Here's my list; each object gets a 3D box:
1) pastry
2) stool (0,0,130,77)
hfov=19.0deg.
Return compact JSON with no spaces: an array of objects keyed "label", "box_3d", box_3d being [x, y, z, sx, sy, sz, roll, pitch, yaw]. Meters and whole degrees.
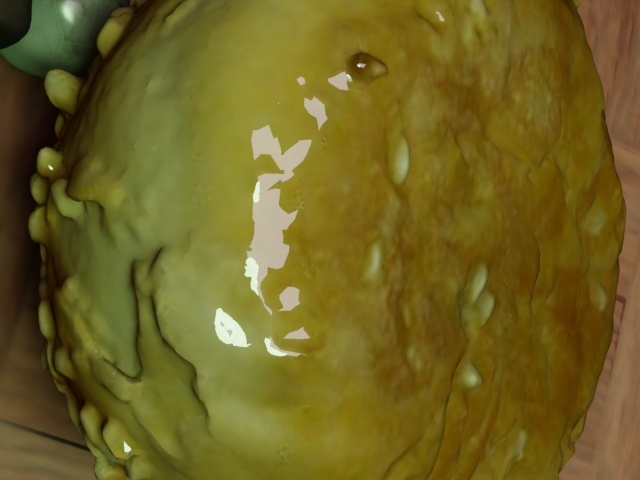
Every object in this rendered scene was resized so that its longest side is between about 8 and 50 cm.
[{"label":"pastry","box_3d":[0.000,0.000,0.814,0.315,0.184,0.285,12,86,-56]},{"label":"stool","box_3d":[-0.155,-0.100,0.778,0.217,0.125,0.121,4,87,-47]}]
